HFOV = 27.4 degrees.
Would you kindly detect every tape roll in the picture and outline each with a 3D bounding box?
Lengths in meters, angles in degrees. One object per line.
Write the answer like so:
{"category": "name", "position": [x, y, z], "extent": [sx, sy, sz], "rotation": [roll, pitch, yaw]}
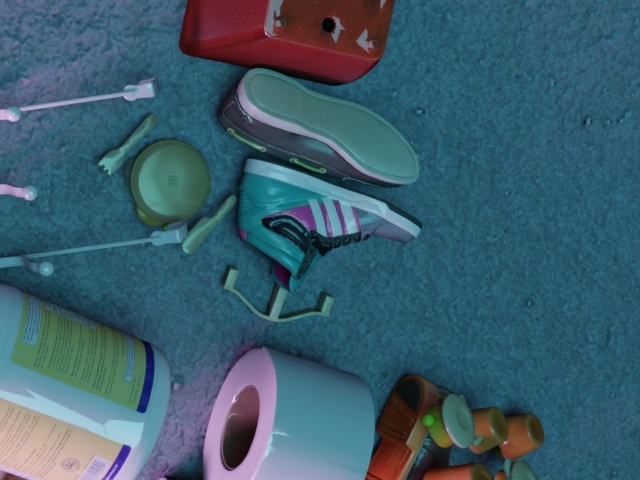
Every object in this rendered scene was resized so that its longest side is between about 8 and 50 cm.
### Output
{"category": "tape roll", "position": [-0.050, 0.299, 1.972], "extent": [0.169, 0.246, 0.246], "rotation": [20, 93, -23]}

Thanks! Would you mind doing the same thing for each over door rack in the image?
{"category": "over door rack", "position": [-0.358, -0.083, 1.825], "extent": [0.324, 0.108, 0.240], "rotation": [-11, 105, -9]}

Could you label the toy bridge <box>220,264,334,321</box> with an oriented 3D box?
{"category": "toy bridge", "position": [-0.067, 0.093, 2.041], "extent": [0.188, 0.026, 0.063], "rotation": [17, 96, -24]}

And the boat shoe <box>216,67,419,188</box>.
{"category": "boat shoe", "position": [0.000, -0.152, 1.981], "extent": [0.324, 0.096, 0.117], "rotation": [21, 52, -27]}

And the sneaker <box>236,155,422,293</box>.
{"category": "sneaker", "position": [0.000, 0.000, 1.993], "extent": [0.295, 0.124, 0.178], "rotation": [19, 89, -16]}

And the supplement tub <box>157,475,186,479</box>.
{"category": "supplement tub", "position": [-0.172, 0.439, 2.022], "extent": [0.190, 0.117, 0.117], "rotation": [21, 93, -23]}

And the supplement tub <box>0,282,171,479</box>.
{"category": "supplement tub", "position": [-0.400, 0.203, 1.817], "extent": [0.331, 0.241, 0.241], "rotation": [26, 91, -23]}

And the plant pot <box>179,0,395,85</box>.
{"category": "plant pot", "position": [-0.020, -0.364, 1.854], "extent": [0.267, 0.236, 0.267], "rotation": [9, 97, -22]}

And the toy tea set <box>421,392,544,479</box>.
{"category": "toy tea set", "position": [0.249, 0.360, 2.118], "extent": [0.336, 0.124, 0.200], "rotation": [15, 58, -52]}

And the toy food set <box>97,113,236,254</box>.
{"category": "toy food set", "position": [-0.227, -0.085, 1.943], "extent": [0.132, 0.038, 0.192], "rotation": [-47, 108, -14]}

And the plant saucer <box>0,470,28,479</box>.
{"category": "plant saucer", "position": [-0.412, 0.369, 1.958], "extent": [0.198, 0.036, 0.199], "rotation": [-4, 103, -20]}

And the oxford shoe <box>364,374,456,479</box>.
{"category": "oxford shoe", "position": [0.135, 0.406, 2.133], "extent": [0.132, 0.130, 0.364], "rotation": [25, 91, -30]}
